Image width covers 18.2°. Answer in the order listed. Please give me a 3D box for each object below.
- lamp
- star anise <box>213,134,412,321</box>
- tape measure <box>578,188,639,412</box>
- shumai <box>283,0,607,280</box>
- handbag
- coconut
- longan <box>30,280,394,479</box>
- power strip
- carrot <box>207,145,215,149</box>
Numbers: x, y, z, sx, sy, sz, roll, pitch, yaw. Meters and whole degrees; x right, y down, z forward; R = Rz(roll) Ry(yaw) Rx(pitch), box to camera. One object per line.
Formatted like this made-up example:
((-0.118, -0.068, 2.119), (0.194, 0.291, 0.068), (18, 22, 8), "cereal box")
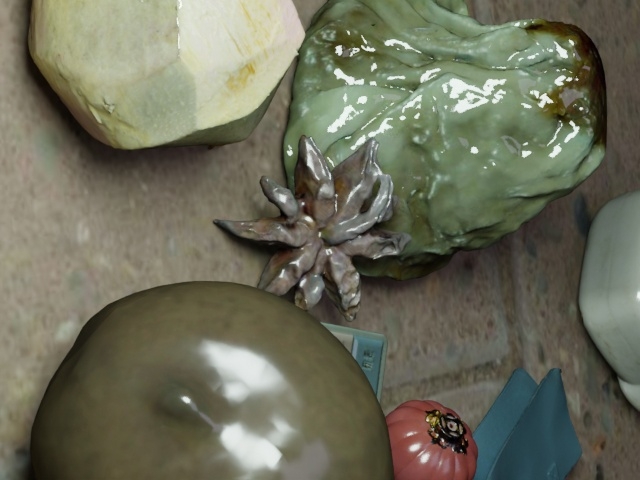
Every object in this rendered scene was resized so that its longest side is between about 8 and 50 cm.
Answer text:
((0.106, 0.209, 1.988), (0.107, 0.092, 0.107), (21, 42, -20), "lamp")
((0.000, 0.000, 1.861), (0.182, 0.065, 0.195), (-31, 121, -12), "star anise")
((0.415, 0.065, 2.390), (0.265, 0.130, 0.258), (52, 44, -27), "tape measure")
((0.142, -0.120, 1.952), (0.304, 0.263, 0.309), (-36, 112, -51), "shumai")
((0.212, 0.250, 2.157), (0.221, 0.057, 0.144), (-54, 132, -44), "handbag")
((-0.129, -0.177, 1.664), (0.237, 0.197, 0.237), (-4, 96, -46), "coconut")
((-0.087, 0.173, 1.599), (0.297, 0.297, 0.297), (12, 75, -51), "longan")
((-0.025, 0.145, 1.867), (0.215, 0.061, 0.145), (15, 79, -50), "power strip")
((-0.071, -0.198, 1.861), (0.059, 0.059, 0.248), (27, 66, -47), "carrot")
